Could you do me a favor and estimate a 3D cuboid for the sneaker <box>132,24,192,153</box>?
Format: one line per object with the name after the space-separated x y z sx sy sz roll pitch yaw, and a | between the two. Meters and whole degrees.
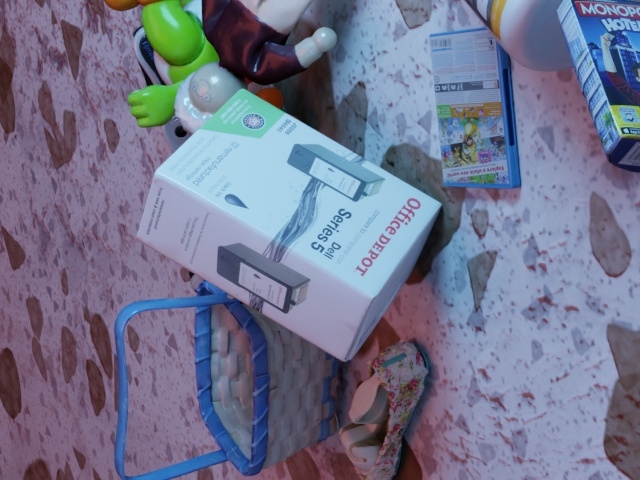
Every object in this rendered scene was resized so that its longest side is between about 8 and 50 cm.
-0.209 -0.218 2.016 0.121 0.079 0.217 -115 6 -74 | sneaker

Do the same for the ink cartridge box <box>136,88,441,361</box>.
-0.031 -0.021 1.526 0.273 0.198 0.114 30 133 8 | ink cartridge box

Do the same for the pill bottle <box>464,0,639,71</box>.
0.168 -0.295 1.244 0.278 0.162 0.162 58 144 32 | pill bottle

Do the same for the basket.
-0.125 0.181 1.769 0.201 0.289 0.254 37 129 49 | basket

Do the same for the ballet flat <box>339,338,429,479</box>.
0.063 0.216 1.674 0.091 0.077 0.241 50 140 39 | ballet flat

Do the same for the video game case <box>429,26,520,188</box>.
0.161 -0.139 1.455 0.119 0.015 0.166 6 104 58 | video game case

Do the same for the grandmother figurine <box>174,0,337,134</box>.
-0.072 -0.267 1.603 0.208 0.104 0.342 48 119 36 | grandmother figurine

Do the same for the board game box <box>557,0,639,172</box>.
0.281 -0.137 1.120 0.060 0.194 0.194 122 143 -49 | board game box

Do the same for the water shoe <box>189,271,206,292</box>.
-0.149 0.007 1.973 0.203 0.073 0.080 -47 57 54 | water shoe

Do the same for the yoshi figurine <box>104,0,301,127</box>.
-0.163 -0.178 1.782 0.362 0.203 0.203 61 157 -5 | yoshi figurine
